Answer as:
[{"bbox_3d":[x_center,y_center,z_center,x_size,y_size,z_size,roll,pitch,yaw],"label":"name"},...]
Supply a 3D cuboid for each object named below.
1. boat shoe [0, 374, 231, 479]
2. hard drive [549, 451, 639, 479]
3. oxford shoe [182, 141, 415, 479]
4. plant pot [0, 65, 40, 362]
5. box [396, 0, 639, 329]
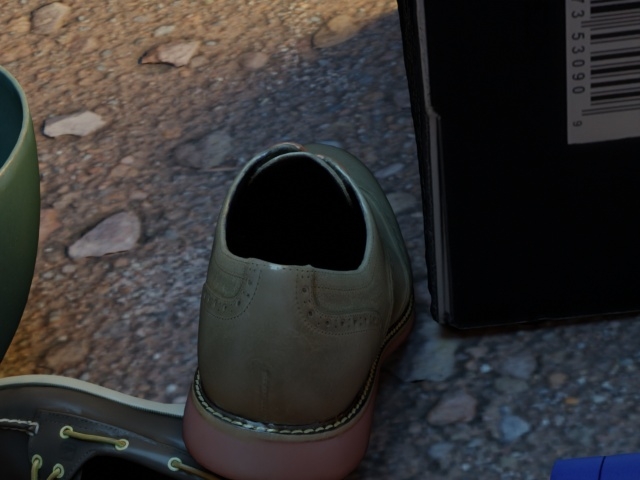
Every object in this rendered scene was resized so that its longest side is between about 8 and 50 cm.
[{"bbox_3d":[-0.134,0.136,1.000,0.227,0.081,0.069,4,35,13],"label":"boat shoe"},{"bbox_3d":[0.257,0.183,0.803,0.318,0.040,0.210,-9,41,26],"label":"hard drive"},{"bbox_3d":[0.000,0.000,1.053,0.140,0.147,0.397,6,23,-1],"label":"oxford shoe"},{"bbox_3d":[-0.310,0.027,1.085,0.290,0.195,0.290,-7,36,5],"label":"plant pot"},{"bbox_3d":[0.187,-0.276,1.143,0.297,0.480,0.472,-6,37,1],"label":"box"}]
